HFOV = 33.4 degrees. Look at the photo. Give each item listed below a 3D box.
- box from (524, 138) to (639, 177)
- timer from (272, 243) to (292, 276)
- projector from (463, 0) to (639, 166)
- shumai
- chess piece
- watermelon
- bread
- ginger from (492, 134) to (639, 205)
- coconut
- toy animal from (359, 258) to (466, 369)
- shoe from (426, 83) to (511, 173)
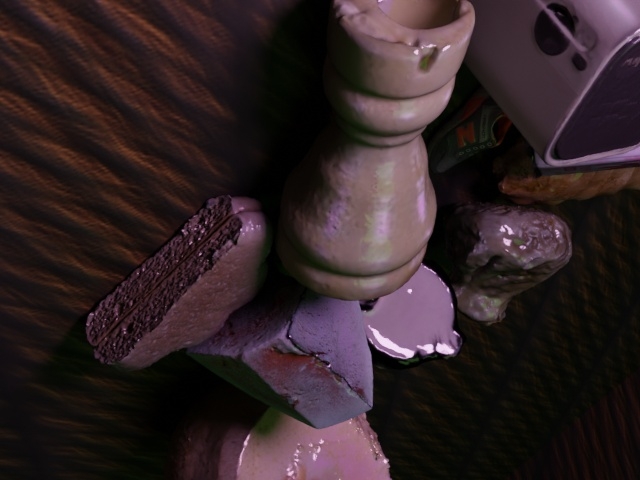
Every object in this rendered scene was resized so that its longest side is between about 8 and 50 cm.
[{"bbox_3d":[0.487,-0.166,1.576,0.369,0.112,0.190,-3,176,13],"label":"box"},{"bbox_3d":[0.000,0.000,1.595,0.140,0.128,0.047,-59,146,-38],"label":"timer"},{"bbox_3d":[0.345,-0.273,1.387,0.248,0.249,0.249,-13,147,-34],"label":"projector"},{"bbox_3d":[0.314,0.043,1.838,0.225,0.222,0.261,8,180,0],"label":"shumai"},{"bbox_3d":[0.071,-0.134,1.379,0.234,0.234,0.442,-20,147,-23],"label":"chess piece"},{"bbox_3d":[-0.074,0.135,1.639,0.289,0.320,0.213,-6,174,8],"label":"watermelon"},{"bbox_3d":[-0.186,0.071,1.577,0.337,0.102,0.183,-42,155,15],"label":"bread"},{"bbox_3d":[0.462,-0.106,1.863,0.375,0.166,0.236,19,126,-31],"label":"ginger"},{"bbox_3d":[-0.101,0.429,1.972,0.404,0.405,0.405,-25,152,-14],"label":"coconut"},{"bbox_3d":[0.119,0.111,1.845,0.212,0.213,0.266,-25,-171,-13],"label":"toy animal"},{"bbox_3d":[0.237,-0.163,1.647,0.074,0.077,0.194,3,137,-49],"label":"shoe"}]
